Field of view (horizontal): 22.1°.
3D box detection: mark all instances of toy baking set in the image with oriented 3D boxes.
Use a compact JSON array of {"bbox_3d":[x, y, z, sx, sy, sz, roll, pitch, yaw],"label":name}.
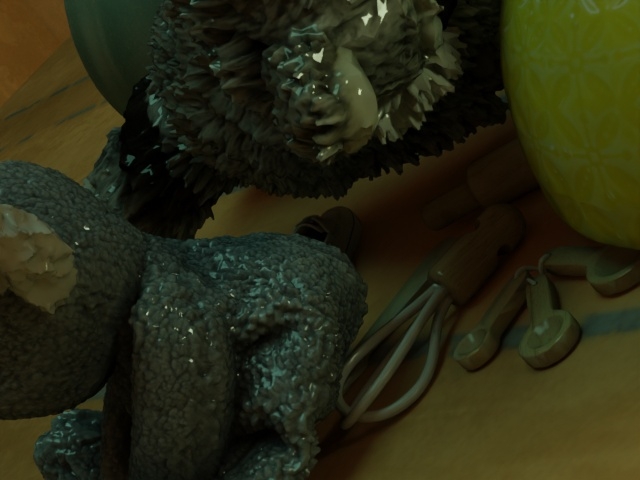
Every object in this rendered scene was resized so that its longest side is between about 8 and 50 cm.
[{"bbox_3d":[0.082,0.008,0.827,0.256,0.030,0.197,-27,23,38],"label":"toy baking set"}]

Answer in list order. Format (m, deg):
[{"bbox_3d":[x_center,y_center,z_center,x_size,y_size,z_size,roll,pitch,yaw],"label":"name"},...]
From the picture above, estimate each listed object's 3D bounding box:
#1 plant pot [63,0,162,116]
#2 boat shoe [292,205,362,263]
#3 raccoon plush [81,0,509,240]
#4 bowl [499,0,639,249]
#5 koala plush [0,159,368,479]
[{"bbox_3d":[-0.011,-0.201,1.166,0.196,0.293,0.293,14,53,37],"label":"plant pot"},{"bbox_3d":[0.000,0.000,1.008,0.035,0.035,0.100,-34,20,24],"label":"boat shoe"},{"bbox_3d":[-0.045,-0.058,0.891,0.446,0.216,0.299,-57,-9,33],"label":"raccoon plush"},{"bbox_3d":[0.184,-0.148,0.725,0.289,0.156,0.289,-32,24,16],"label":"bowl"},{"bbox_3d":[-0.112,0.039,0.804,0.203,0.221,0.196,-53,18,-2],"label":"koala plush"}]
